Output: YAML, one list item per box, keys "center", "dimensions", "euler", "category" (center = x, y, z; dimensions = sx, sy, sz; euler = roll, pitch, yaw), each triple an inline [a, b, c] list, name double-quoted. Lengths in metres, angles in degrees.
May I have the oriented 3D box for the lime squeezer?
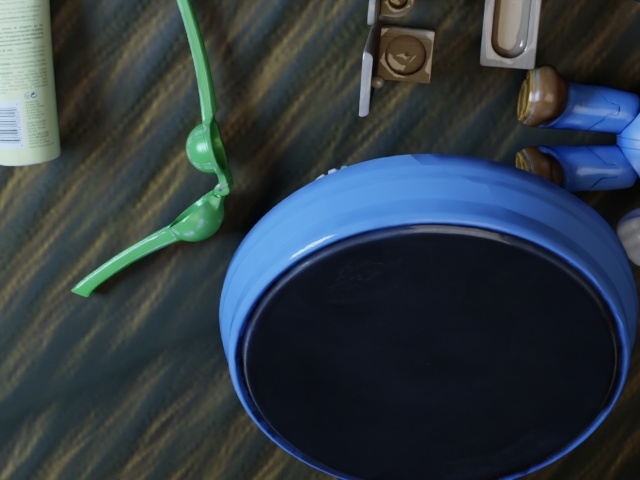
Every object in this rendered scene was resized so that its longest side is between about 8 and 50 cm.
- center: [-0.129, -0.070, 1.504]
  dimensions: [0.110, 0.059, 0.310]
  euler: [27, 110, 14]
  category: "lime squeezer"

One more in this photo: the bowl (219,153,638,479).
- center: [0.101, 0.093, 1.506]
  dimensions: [0.391, 0.077, 0.391]
  euler: [1, 132, 1]
  category: "bowl"

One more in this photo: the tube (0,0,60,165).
- center: [-0.271, -0.188, 1.429]
  dimensions: [0.070, 0.062, 0.240]
  euler: [-24, 116, -46]
  category: "tube"

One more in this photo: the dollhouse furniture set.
- center: [0.117, -0.189, 1.424]
  dimensions: [0.151, 0.123, 0.144]
  euler: [5, 111, 5]
  category: "dollhouse furniture set"

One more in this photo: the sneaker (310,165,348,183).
- center: [0.000, 0.000, 1.542]
  dimensions: [0.076, 0.065, 0.166]
  euler: [34, 111, -29]
  category: "sneaker"

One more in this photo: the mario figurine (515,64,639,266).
- center: [0.346, -0.096, 1.481]
  dimensions: [0.320, 0.170, 0.198]
  euler: [-1, 133, -2]
  category: "mario figurine"
